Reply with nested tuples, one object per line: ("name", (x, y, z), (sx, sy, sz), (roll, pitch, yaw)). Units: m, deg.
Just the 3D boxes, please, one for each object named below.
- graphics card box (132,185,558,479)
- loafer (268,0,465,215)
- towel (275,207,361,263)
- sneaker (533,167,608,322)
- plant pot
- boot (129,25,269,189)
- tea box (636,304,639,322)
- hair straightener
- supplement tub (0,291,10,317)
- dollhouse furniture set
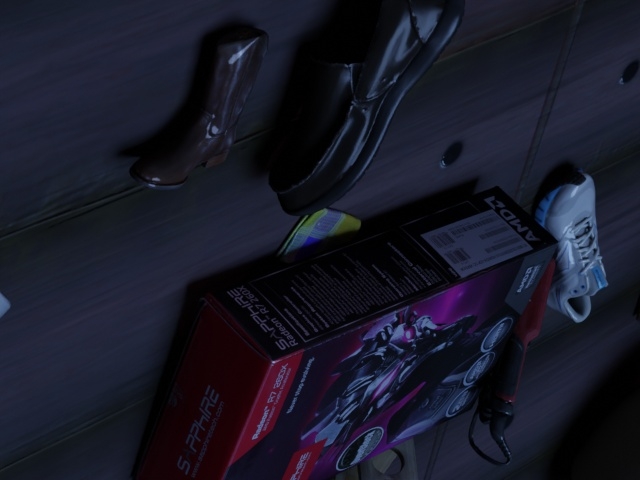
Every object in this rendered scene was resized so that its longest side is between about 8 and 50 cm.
("graphics card box", (0.027, 0.103, 1.630), (0.371, 0.094, 0.233), (-21, 144, -43))
("loafer", (0.018, -0.119, 1.397), (0.078, 0.080, 0.220), (26, 107, -27))
("towel", (0.000, 0.000, 1.564), (0.060, 0.009, 0.083), (-53, 151, 10))
("sneaker", (0.258, 0.008, 1.856), (0.071, 0.083, 0.191), (-32, 146, -24))
("plant pot", (0.421, 0.303, 2.291), (0.191, 0.284, 0.284), (-18, 159, 21))
("boot", (-0.083, -0.097, 1.304), (0.106, 0.037, 0.114), (-32, 153, -53))
("tea box", (0.574, 0.033, 2.063), (0.220, 0.329, 0.324), (-29, 145, -33))
("hair straightener", (0.184, 0.121, 1.807), (0.089, 0.047, 0.230), (119, -15, -56))
("supplement tub", (-0.324, 0.070, 1.012), (0.272, 0.191, 0.191), (-44, 151, -8))
("dollhouse furniture set", (-0.011, 0.244, 1.801), (0.161, 0.101, 0.182), (6, 146, -17))
